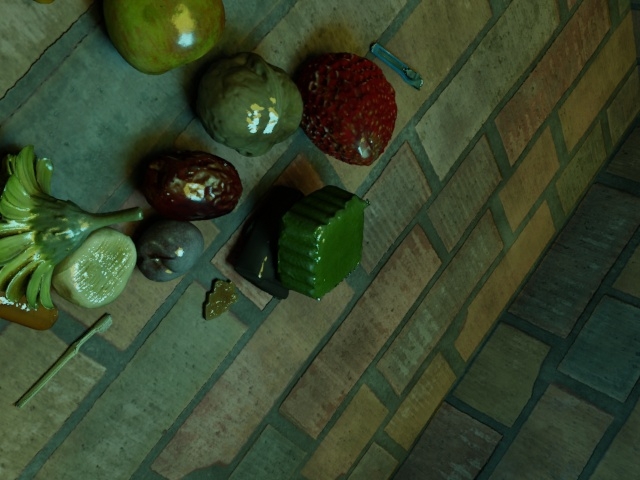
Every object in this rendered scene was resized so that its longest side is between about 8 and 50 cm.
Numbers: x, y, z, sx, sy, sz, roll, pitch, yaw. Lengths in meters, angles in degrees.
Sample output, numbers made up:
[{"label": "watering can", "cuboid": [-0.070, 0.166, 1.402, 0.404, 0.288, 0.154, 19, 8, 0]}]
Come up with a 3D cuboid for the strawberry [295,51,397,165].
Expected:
[{"label": "strawberry", "cuboid": [0.084, -0.345, 1.866, 0.292, 0.310, 0.291, -19, 121, -35]}]

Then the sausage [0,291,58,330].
[{"label": "sausage", "cuboid": [-0.647, 0.141, 1.517, 0.076, 0.076, 0.197, -59, 140, -6]}]

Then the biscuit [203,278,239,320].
[{"label": "biscuit", "cuboid": [-0.283, 0.166, 1.964, 0.130, 0.019, 0.119, -53, 140, -13]}]

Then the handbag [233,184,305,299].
[{"label": "handbag", "cuboid": [-0.104, 0.015, 2.006, 0.285, 0.114, 0.257, -63, 147, -12]}]

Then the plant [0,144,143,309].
[{"label": "plant", "cuboid": [-0.529, -0.039, 1.395, 0.297, 0.261, 0.305, -23, 115, -27]}]

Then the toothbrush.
[{"label": "toothbrush", "cuboid": [-0.606, 0.283, 1.676, 0.294, 0.026, 0.028, -44, 137, -21]}]

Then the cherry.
[{"label": "cherry", "cuboid": [-0.358, 0.016, 1.703, 0.176, 0.140, 0.176, -43, 177, -3]}]

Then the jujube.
[{"label": "jujube", "cuboid": [-0.302, -0.123, 1.665, 0.243, 0.183, 0.183, 10, 103, -54]}]

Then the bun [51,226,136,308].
[{"label": "bun", "cuboid": [-0.512, 0.050, 1.578, 0.193, 0.128, 0.178, -57, 141, -26]}]

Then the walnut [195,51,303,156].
[{"label": "walnut", "cuboid": [-0.166, -0.319, 1.670, 0.248, 0.248, 0.248, -24, 127, -37]}]

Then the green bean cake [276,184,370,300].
[{"label": "green bean cake", "cuboid": [0.000, 0.000, 1.900, 0.247, 0.156, 0.249, -39, 140, -42]}]

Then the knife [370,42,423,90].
[{"label": "knife", "cuboid": [0.238, -0.525, 2.147, 0.297, 0.026, 0.044, 18, 109, -51]}]

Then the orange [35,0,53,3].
[{"label": "orange", "cuboid": [-0.527, -0.481, 1.317, 0.086, 0.062, 0.086, 46, 34, -45]}]

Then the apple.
[{"label": "apple", "cuboid": [-0.325, -0.471, 1.452, 0.246, 0.246, 0.226, -40, 116, -26]}]
